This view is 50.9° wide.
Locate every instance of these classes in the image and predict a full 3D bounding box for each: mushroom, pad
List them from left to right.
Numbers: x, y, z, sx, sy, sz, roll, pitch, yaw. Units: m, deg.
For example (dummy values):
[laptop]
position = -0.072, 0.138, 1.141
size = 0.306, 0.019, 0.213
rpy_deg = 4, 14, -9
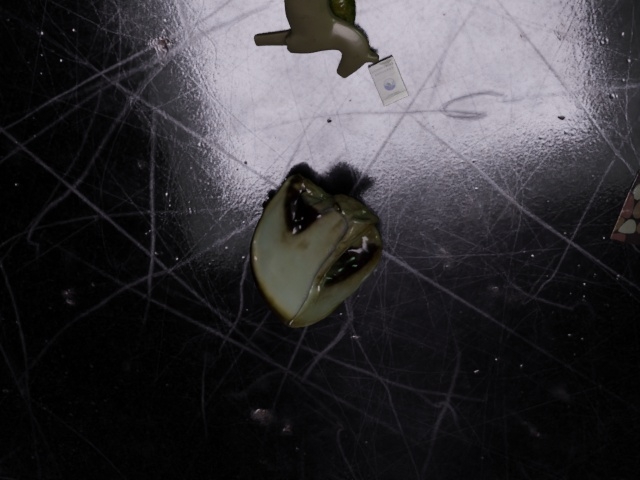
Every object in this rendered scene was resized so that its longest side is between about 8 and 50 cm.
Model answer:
[mushroom]
position = -0.007, -0.001, 1.392
size = 0.217, 0.212, 0.292
rpy_deg = 49, 129, 32
[pad]
position = 0.734, -0.048, 1.378
size = 0.235, 0.003, 0.158
rpy_deg = 13, 112, -1

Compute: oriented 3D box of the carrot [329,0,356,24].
[carrot]
position = 0.007, -0.550, 1.198
size = 0.074, 0.074, 0.358
rpy_deg = -11, 112, 8

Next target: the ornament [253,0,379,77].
[ornament]
position = -0.020, -0.400, 1.231
size = 0.245, 0.061, 0.230
rpy_deg = 3, 134, 15

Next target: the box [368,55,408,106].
[box]
position = 0.132, -0.309, 1.307
size = 0.054, 0.024, 0.083
rpy_deg = -23, 107, 10
